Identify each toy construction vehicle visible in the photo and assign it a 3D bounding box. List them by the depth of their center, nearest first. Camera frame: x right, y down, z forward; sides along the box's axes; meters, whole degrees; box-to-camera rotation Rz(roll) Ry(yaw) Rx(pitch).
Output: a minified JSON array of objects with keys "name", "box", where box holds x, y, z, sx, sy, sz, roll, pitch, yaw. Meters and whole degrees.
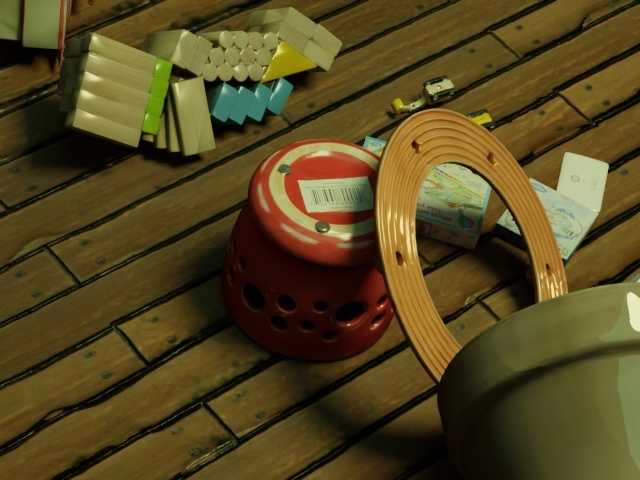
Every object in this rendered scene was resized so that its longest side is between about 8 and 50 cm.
[{"name":"toy construction vehicle","box":[0.142,-0.145,2.193,0.098,0.035,0.086,-21,67,-25]}]

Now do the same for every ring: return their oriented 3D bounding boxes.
[{"name":"ring","box":[0.153,0.028,1.910,0.337,0.032,0.336,26,54,-43]}]

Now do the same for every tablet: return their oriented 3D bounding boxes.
[{"name":"tablet","box":[0.304,-0.068,2.173,0.054,0.006,0.083,16,47,2]}]

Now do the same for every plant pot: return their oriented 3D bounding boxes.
[{"name":"plant pot","box":[0.282,0.240,1.700,0.323,0.323,0.280,1,56,-12]},{"name":"plant pot","box":[0.000,0.000,1.937,0.191,0.174,0.191,6,46,-6]}]

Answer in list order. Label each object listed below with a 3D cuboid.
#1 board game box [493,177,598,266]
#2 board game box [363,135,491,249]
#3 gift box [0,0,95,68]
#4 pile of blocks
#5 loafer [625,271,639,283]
[{"name":"board game box","box":[0.255,-0.020,2.110,0.090,0.020,0.090,29,50,14]},{"name":"board game box","box":[0.112,-0.054,2.105,0.154,0.026,0.103,17,48,3]},{"name":"gift box","box":[-0.376,-0.356,2.122,0.258,0.255,0.276,3,43,-7]},{"name":"pile of blocks","box":[-0.149,-0.177,2.124,0.362,0.149,0.113,-13,9,-33]},{"name":"loafer","box":[0.428,0.052,2.031,0.302,0.109,0.095,-25,62,-33]}]
